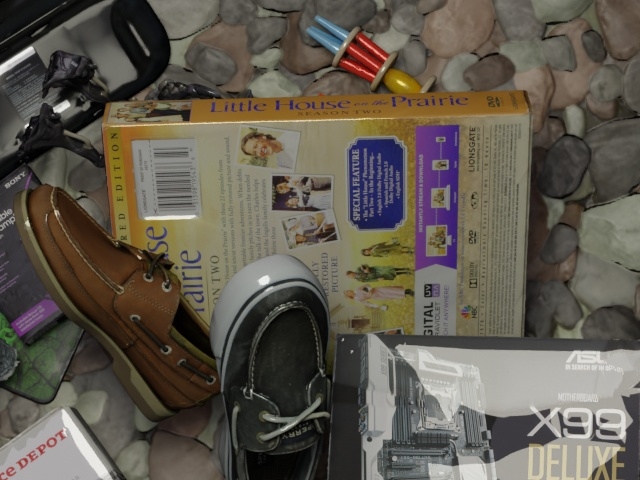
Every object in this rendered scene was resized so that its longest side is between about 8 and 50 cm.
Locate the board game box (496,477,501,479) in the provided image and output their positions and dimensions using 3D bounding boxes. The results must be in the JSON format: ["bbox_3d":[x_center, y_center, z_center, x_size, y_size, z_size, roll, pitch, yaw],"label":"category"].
[{"bbox_3d":[0.164,0.401,1.595,0.193,0.053,0.305,33,102,7],"label":"board game box"}]

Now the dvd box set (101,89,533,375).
[{"bbox_3d":[0.000,0.000,1.740,0.420,0.062,0.307,-2,120,1],"label":"dvd box set"}]

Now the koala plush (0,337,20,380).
[{"bbox_3d":[-0.424,0.088,1.749,0.221,0.196,0.203,15,74,10],"label":"koala plush"}]

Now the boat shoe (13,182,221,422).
[{"bbox_3d":[-0.184,0.047,1.672,0.104,0.307,0.110,-22,41,14],"label":"boat shoe"}]

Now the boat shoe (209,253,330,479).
[{"bbox_3d":[-0.034,0.159,1.673,0.121,0.335,0.119,-16,47,-17],"label":"boat shoe"}]

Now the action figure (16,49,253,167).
[{"bbox_3d":[-0.169,-0.104,1.805,0.276,0.141,0.164,20,74,-18],"label":"action figure"}]

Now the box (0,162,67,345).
[{"bbox_3d":[-0.315,0.014,1.833,0.116,0.029,0.162,-37,81,-4],"label":"box"}]

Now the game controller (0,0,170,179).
[{"bbox_3d":[-0.325,-0.179,1.860,0.319,0.067,0.166,-33,97,-4],"label":"game controller"}]

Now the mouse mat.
[{"bbox_3d":[-0.321,0.065,1.844,0.153,0.007,0.189,23,82,4],"label":"mouse mat"}]

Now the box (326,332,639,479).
[{"bbox_3d":[0.163,0.216,1.678,0.308,0.076,0.242,1,79,13],"label":"box"}]

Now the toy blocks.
[{"bbox_3d":[0.032,-0.165,1.849,0.148,0.054,0.123,33,83,5],"label":"toy blocks"}]

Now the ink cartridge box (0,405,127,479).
[{"bbox_3d":[-0.259,0.302,1.765,0.160,0.092,0.219,-35,83,-5],"label":"ink cartridge box"}]
